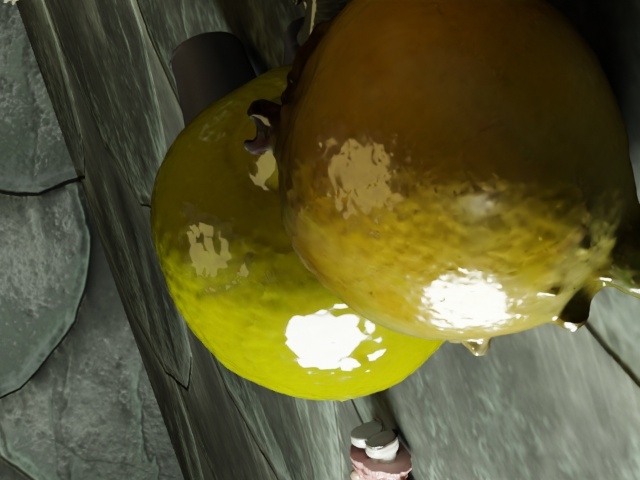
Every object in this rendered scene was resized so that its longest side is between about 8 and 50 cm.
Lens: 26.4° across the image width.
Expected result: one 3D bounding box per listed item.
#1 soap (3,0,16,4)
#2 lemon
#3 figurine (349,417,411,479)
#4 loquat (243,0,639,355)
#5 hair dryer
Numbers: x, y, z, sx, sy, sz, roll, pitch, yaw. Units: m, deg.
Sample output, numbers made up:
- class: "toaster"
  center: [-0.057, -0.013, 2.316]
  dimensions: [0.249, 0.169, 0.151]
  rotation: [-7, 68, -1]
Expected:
- class: "soap"
  center: [-0.273, -0.415, 1.207]
  dimensions: [0.304, 0.169, 0.338]
  rotation: [-21, 90, 65]
- class: "lemon"
  center: [0.000, 0.000, 0.786]
  dimensions: [0.184, 0.184, 0.248]
  rotation: [57, 172, 37]
- class: "figurine"
  center: [0.058, 0.208, 1.115]
  dimensions: [0.072, 0.054, 0.129]
  rotation: [28, 131, 46]
- class: "loquat"
  center: [0.065, -0.029, 0.600]
  dimensions: [0.204, 0.149, 0.172]
  rotation: [35, 150, 18]
- class: "hair dryer"
  center: [-0.025, -0.098, 0.959]
  dimensions: [0.361, 0.121, 0.301]
  rotation: [111, 145, -54]
